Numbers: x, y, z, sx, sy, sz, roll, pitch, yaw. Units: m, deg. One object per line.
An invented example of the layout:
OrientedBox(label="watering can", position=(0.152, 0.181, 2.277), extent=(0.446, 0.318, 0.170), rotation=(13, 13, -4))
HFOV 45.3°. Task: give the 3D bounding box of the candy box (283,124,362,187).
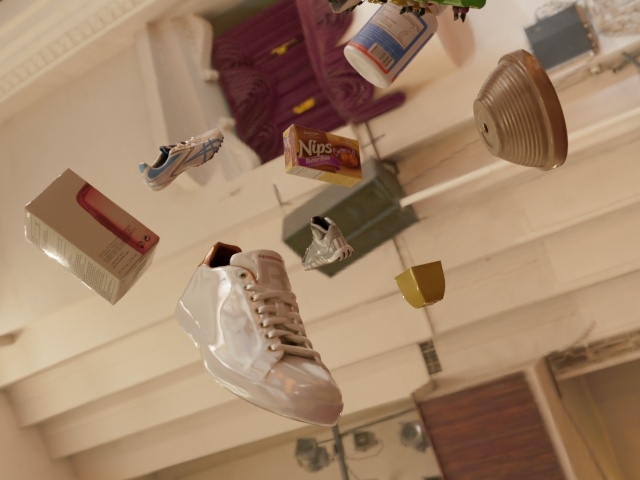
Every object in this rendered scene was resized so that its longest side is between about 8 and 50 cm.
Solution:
OrientedBox(label="candy box", position=(0.005, -0.198, 1.803), extent=(0.187, 0.053, 0.109), rotation=(10, -116, -32))

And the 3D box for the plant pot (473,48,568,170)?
OrientedBox(label="plant pot", position=(0.363, -0.231, 1.450), extent=(0.237, 0.110, 0.237), rotation=(159, 90, -88))

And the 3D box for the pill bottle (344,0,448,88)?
OrientedBox(label="pill bottle", position=(0.162, -0.432, 1.575), extent=(0.124, 0.221, 0.124), rotation=(41, 178, 2))

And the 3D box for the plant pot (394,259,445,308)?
OrientedBox(label="plant pot", position=(0.223, 0.100, 1.657), extent=(0.081, 0.081, 0.083), rotation=(-11, -106, -28))

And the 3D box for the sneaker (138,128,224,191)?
OrientedBox(label="sneaker", position=(-0.329, -0.209, 1.838), extent=(0.237, 0.085, 0.086), rotation=(-40, -59, -28))

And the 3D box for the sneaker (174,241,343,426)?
OrientedBox(label="sneaker", position=(-0.063, 0.077, 0.777), extent=(0.106, 0.123, 0.290), rotation=(18, -171, -38))

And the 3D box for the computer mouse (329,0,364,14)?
OrientedBox(label="computer mouse", position=(0.084, -0.681, 2.064), extent=(0.072, 0.188, 0.272), rotation=(51, -151, -5))

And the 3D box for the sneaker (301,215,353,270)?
OrientedBox(label="sneaker", position=(0.000, 0.000, 2.053), extent=(0.086, 0.229, 0.132), rotation=(-25, -88, -31))

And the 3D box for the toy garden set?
OrientedBox(label="toy garden set", position=(0.103, -0.378, 1.202), extent=(0.204, 0.244, 0.049), rotation=(-127, 42, -65))

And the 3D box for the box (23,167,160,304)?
OrientedBox(label="box", position=(-0.455, -0.005, 1.523), extent=(0.232, 0.148, 0.127), rotation=(38, -121, 0))
